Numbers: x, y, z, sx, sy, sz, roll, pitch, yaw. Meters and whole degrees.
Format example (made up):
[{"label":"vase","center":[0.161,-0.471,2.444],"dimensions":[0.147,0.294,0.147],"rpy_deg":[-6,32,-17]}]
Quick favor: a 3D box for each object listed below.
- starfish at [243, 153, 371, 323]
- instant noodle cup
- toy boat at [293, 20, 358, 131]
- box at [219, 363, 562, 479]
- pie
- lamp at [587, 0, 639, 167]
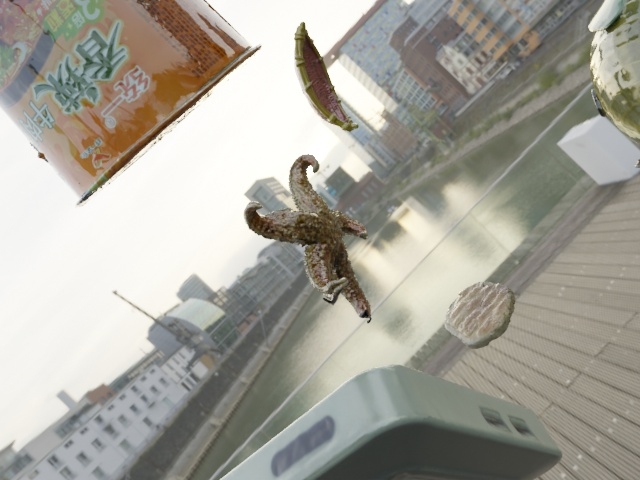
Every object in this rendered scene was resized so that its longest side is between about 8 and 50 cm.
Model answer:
[{"label":"starfish","center":[0.001,-0.001,0.854],"dimensions":[0.113,0.312,0.303],"rpy_deg":[-32,38,28]},{"label":"instant noodle cup","center":[-0.196,-0.170,0.414],"dimensions":[0.230,0.182,0.230],"rpy_deg":[-35,22,17]},{"label":"toy boat","center":[-0.002,-0.442,1.307],"dimensions":[0.099,0.317,0.141],"rpy_deg":[-18,18,37]},{"label":"box","center":[0.072,0.311,0.573],"dimensions":[0.367,0.373,0.090],"rpy_deg":[-45,39,23]},{"label":"pie","center":[0.393,0.176,1.147],"dimensions":[0.195,0.046,0.195],"rpy_deg":[-42,22,22]},{"label":"lamp","center":[0.376,-0.165,0.423],"dimensions":[0.284,0.250,0.250],"rpy_deg":[-60,2,-7]}]
